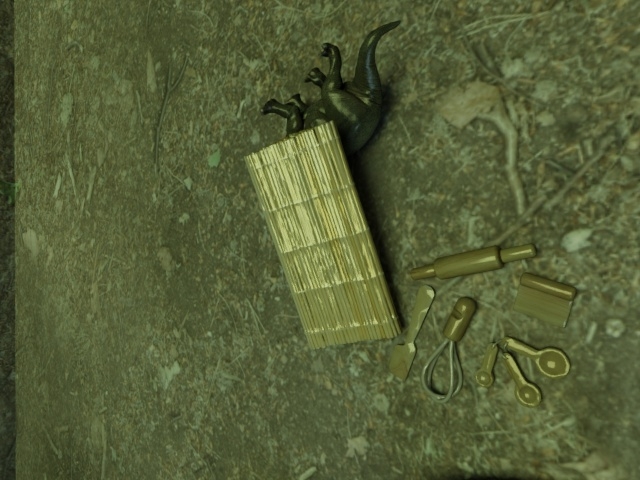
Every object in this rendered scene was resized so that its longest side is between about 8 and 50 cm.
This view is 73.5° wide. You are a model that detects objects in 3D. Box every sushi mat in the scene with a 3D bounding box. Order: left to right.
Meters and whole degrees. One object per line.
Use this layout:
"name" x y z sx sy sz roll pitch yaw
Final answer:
"sushi mat" 0.000 0.000 0.619 0.151 0.019 0.317 -17 93 26

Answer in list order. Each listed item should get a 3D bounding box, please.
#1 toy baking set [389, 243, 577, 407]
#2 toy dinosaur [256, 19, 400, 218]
"toy baking set" 0.187 0.111 0.548 0.256 0.030 0.197 -11 82 37
"toy dinosaur" 0.017 -0.184 0.651 0.313 0.121 0.160 -38 91 22
